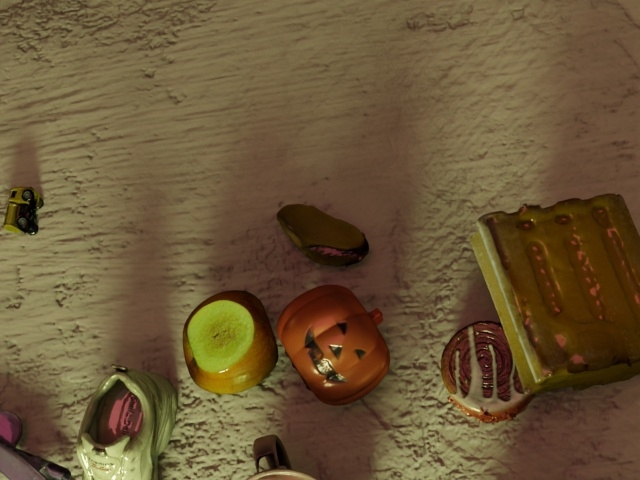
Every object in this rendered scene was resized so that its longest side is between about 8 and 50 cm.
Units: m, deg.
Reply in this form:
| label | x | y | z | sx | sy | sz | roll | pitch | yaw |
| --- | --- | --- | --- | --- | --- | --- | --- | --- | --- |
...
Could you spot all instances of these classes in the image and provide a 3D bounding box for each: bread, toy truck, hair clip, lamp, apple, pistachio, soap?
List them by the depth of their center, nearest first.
| label | x | y | z | sx | sy | sz | roll | pitch | yaw |
| --- | --- | --- | --- | --- | --- | --- | --- | --- | --- |
| soap | 0.385 | 0.081 | 1.666 | 0.259 | 0.143 | 0.281 | -7 | 67 | -19 |
| bread | 0.267 | 0.205 | 1.706 | 0.161 | 0.073 | 0.160 | -3 | 70 | 7 |
| lamp | 0.028 | 0.158 | 1.706 | 0.164 | 0.187 | 0.187 | -34 | 69 | -4 |
| apple | -0.147 | 0.167 | 1.740 | 0.147 | 0.163 | 0.146 | -20 | 62 | -11 |
| hair clip | -0.526 | 0.357 | 1.787 | 0.278 | 0.090 | 0.137 | 29 | 90 | 26 |
| pistachio | 0.000 | 0.000 | 1.839 | 0.173 | 0.049 | 0.089 | 26 | 54 | 19 |
| toy truck | -0.533 | -0.056 | 1.950 | 0.054 | 0.049 | 0.083 | 3 | 72 | 12 |

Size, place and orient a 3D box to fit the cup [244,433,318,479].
| label | x | y | z | sx | sy | sz | roll | pitch | yaw |
| --- | --- | --- | --- | --- | --- | --- | --- | --- | --- |
| cup | -0.049 | 0.417 | 1.615 | 0.192 | 0.200 | 0.252 | -17 | 69 | 3 |

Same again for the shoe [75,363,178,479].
| label | x | y | z | sx | sy | sz | roll | pitch | yaw |
| --- | --- | --- | --- | --- | --- | --- | --- | --- | --- |
| shoe | -0.319 | 0.353 | 1.679 | 0.132 | 0.210 | 0.342 | 4 | 72 | 11 |
